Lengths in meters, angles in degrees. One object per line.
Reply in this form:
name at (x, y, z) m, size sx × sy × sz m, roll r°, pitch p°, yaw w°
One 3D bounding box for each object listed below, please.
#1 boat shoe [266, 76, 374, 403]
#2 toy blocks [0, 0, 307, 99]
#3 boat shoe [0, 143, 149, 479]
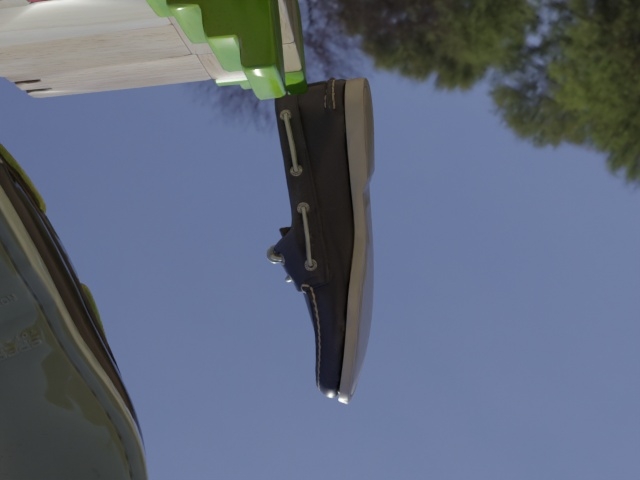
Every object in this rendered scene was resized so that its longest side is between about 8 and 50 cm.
boat shoe at (0.000, 0.000, 0.668) m, size 0.064 × 0.206 × 0.075 m, roll 1°, pitch -176°, yaw 9°
toy blocks at (-0.150, -0.135, 0.411) m, size 0.260 × 0.191 × 0.381 m, roll -6°, pitch 175°, yaw 3°
boat shoe at (-0.128, 0.053, 0.459) m, size 0.081 × 0.228 × 0.069 m, roll -16°, pitch -156°, yaw 0°
